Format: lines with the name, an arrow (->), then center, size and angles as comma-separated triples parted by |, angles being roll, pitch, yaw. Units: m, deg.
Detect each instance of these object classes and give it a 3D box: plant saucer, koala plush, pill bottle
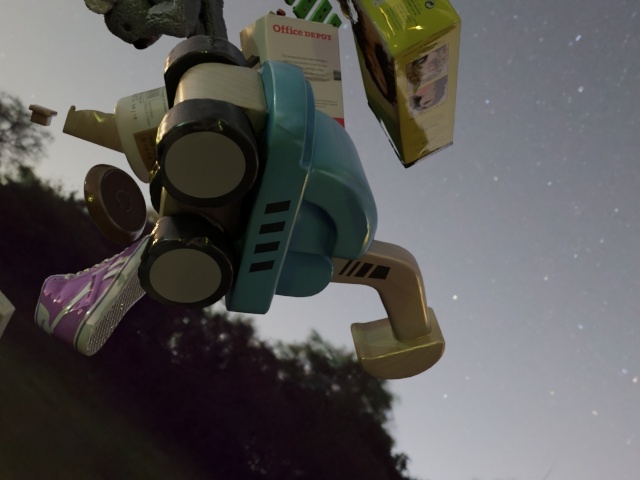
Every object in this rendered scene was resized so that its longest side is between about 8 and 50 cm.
plant saucer -> -0.397, -0.076, 1.420 | 0.029, 0.168, 0.168 | -19, -55, 24
koala plush -> -0.312, -0.437, 1.359 | 0.221, 0.203, 0.196 | -7, -10, 20
pill bottle -> -0.170, -0.173, 1.054 | 0.131, 0.229, 0.131 | -15, 90, -89

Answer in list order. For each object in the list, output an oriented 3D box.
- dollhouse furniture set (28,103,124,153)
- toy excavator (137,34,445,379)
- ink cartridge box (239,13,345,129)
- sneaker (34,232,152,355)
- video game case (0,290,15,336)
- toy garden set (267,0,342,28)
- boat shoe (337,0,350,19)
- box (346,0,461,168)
dollhouse furniture set -> -0.421, -0.299, 1.631 | 0.355, 0.174, 0.303 | 19, 9, -7
toy excavator -> 0.000, 0.000, 0.922 | 0.445, 0.222, 0.433 | 8, -55, -14
ink cartridge box -> -0.052, -0.293, 1.380 | 0.100, 0.172, 0.237 | -7, -94, 54
sneaker -> -0.417, 0.067, 1.349 | 0.161, 0.282, 0.102 | 22, -40, 15
video game case -> -0.507, 0.071, 0.991 | 0.183, 0.023, 0.201 | 49, -45, 2
toy garden set -> -0.058, -0.634, 2.081 | 0.049, 0.204, 0.244 | 27, -10, 36
boat shoe -> 0.077, -0.477, 1.429 | 0.277, 0.096, 0.098 | 30, -12, -23
box -> 0.072, -0.144, 0.608 | 0.087, 0.058, 0.232 | 63, 2, 17
